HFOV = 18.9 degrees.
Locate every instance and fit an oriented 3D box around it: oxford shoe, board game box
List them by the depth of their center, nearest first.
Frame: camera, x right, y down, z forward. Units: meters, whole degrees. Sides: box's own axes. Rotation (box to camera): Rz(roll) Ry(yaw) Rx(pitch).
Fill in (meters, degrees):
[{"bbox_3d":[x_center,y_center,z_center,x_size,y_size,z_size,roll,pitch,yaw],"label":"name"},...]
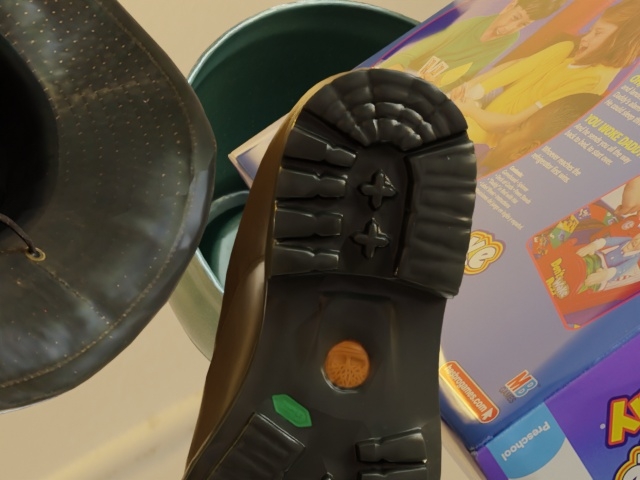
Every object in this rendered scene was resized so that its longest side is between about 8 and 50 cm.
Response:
[{"bbox_3d":[-0.003,0.054,0.643,0.082,0.096,0.227,16,-85,-11],"label":"oxford shoe"},{"bbox_3d":[0.115,-0.023,0.810,0.233,0.347,0.078,-35,-65,-2],"label":"board game box"}]

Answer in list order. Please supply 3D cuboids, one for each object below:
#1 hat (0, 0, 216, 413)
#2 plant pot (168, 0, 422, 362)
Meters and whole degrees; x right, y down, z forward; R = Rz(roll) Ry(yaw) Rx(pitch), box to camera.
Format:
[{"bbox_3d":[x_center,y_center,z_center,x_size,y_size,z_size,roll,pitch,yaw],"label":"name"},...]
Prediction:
[{"bbox_3d":[-0.212,-0.031,0.851,0.331,0.331,0.134,31,-50,-12],"label":"hat"},{"bbox_3d":[0.000,0.000,1.397,0.293,0.293,0.196,27,-31,-10],"label":"plant pot"}]
